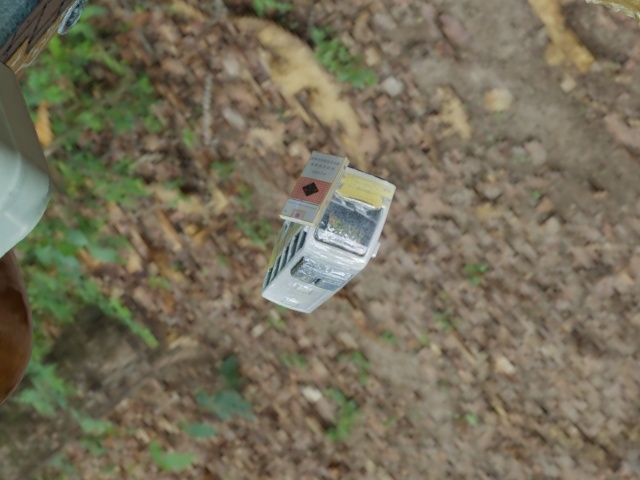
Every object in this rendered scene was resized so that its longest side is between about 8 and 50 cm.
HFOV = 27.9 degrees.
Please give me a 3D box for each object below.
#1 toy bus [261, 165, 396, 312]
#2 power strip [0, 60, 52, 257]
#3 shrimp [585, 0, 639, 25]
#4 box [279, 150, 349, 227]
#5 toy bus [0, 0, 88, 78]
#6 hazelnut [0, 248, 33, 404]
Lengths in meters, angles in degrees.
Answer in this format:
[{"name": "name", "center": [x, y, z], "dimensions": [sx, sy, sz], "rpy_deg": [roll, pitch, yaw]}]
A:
[{"name": "toy bus", "center": [0.000, 0.000, 1.658], "dimensions": [0.097, 0.138, 0.342], "rpy_deg": [21, 164, -7]}, {"name": "power strip", "center": [-0.318, -0.062, 0.851], "dimensions": [0.141, 0.229, 0.261], "rpy_deg": [40, -164, -47]}, {"name": "shrimp", "center": [0.234, -0.127, 0.729], "dimensions": [0.287, 0.152, 0.063], "rpy_deg": [42, 118, 50]}, {"name": "box", "center": [-0.006, -0.055, 1.363], "dimensions": [0.046, 0.083, 0.012], "rpy_deg": [15, 158, 32]}, {"name": "toy bus", "center": [-0.283, -0.245, 1.123], "dimensions": [0.162, 0.323, 0.194], "rpy_deg": [34, 145, -7]}, {"name": "hazelnut", "center": [-0.373, 0.067, 1.216], "dimensions": [0.229, 0.229, 0.229], "rpy_deg": [41, 154, 25]}]
